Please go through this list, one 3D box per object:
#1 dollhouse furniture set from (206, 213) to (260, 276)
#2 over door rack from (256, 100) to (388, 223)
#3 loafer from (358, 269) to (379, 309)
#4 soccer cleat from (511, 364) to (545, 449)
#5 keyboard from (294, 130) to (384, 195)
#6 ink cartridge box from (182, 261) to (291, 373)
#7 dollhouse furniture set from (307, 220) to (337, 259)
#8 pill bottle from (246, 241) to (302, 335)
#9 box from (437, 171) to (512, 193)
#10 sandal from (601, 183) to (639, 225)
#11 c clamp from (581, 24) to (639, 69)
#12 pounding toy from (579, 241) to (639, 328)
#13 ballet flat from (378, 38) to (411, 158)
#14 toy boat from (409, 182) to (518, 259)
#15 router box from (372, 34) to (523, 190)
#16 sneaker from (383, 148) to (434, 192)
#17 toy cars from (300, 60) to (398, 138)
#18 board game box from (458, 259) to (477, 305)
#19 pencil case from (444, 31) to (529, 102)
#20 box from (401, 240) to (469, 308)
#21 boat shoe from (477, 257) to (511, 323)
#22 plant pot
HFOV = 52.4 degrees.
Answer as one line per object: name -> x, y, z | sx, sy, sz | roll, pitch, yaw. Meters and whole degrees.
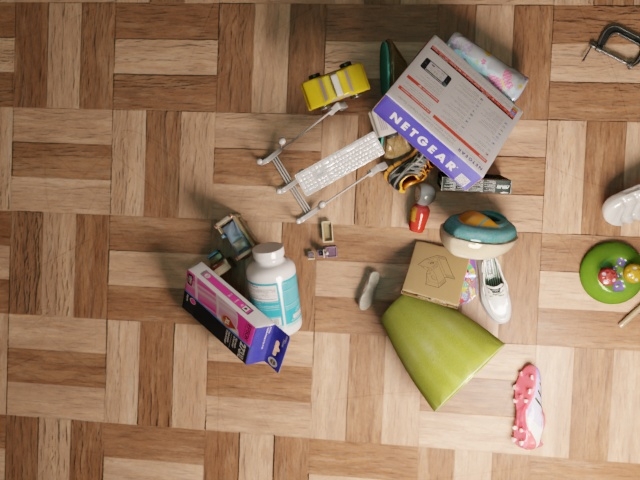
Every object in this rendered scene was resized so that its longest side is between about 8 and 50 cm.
dollhouse furniture set -> -0.295, 0.023, 1.961 | 0.184, 0.129, 0.129 | -34, 88, 6
over door rack -> -0.006, -0.226, 1.907 | 0.324, 0.108, 0.239 | -33, 89, 18
loafer -> 0.143, 0.148, 1.968 | 0.045, 0.039, 0.125 | 16, 97, -28
soccer cleat -> 0.622, 0.490, 1.911 | 0.095, 0.083, 0.248 | 8, 87, -23
keyboard -> 0.054, -0.216, 1.841 | 0.256, 0.014, 0.072 | -29, 113, 4
ink cartridge box -> -0.255, 0.236, 1.905 | 0.371, 0.069, 0.176 | 35, 133, 19
dollhouse furniture set -> 0.000, 0.000, 1.952 | 0.091, 0.081, 0.114 | -4, 91, 6
pill bottle -> -0.138, 0.142, 1.905 | 0.146, 0.146, 0.264 | -3, 111, 6
box -> 0.433, -0.165, 1.847 | 0.191, 0.184, 0.045 | 4, 103, 5
sandal -> 0.991, -0.169, 1.825 | 0.416, 0.169, 0.102 | -18, 50, 7
c clamp -> 0.855, -0.546, 1.875 | 0.161, 0.022, 0.137 | 25, 89, 6
pounding toy -> 0.862, 0.117, 1.848 | 0.183, 0.110, 0.237 | -40, 87, 6
ballet flat -> 0.233, -0.411, 1.906 | 0.124, 0.116, 0.342 | 0, 94, -7
toy boat -> 0.392, -0.055, 1.845 | 0.318, 0.267, 0.148 | 24, 113, 33
router box -> 0.350, -0.351, 1.758 | 0.335, 0.082, 0.301 | 40, 58, -4
sneaker -> 0.292, -0.218, 1.903 | 0.215, 0.084, 0.083 | -37, 54, 15
toy cars -> 0.139, -0.390, 1.807 | 0.394, 0.087, 0.176 | 21, 99, -5
board game box -> 0.401, 0.114, 1.937 | 0.133, 0.033, 0.168 | -3, 92, 6
pencil case -> 0.459, -0.483, 1.872 | 0.273, 0.113, 0.124 | 34, 107, 5
box -> 0.334, 0.095, 1.876 | 0.164, 0.021, 0.201 | 15, 50, 11
boat shoe -> 0.505, 0.138, 1.904 | 0.083, 0.076, 0.226 | -18, 90, 7
plant pot -> 0.322, 0.286, 1.859 | 0.275, 0.275, 0.293 | -46, 71, 6
